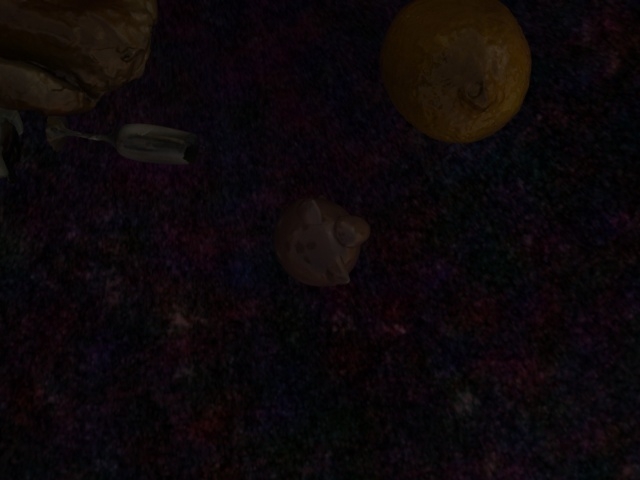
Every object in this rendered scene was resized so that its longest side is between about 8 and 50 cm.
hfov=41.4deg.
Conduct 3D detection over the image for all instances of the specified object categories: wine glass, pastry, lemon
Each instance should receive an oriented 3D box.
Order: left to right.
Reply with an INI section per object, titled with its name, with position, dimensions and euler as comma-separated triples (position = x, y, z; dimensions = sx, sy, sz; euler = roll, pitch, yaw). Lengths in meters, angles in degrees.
[pastry]
position = -0.232, -0.210, 0.694
dimensions = 0.218, 0.229, 0.100
euler = 28, 144, -5
[wine glass]
position = -0.314, -0.162, 1.361
dimensions = 0.262, 0.074, 0.074
euler = 9, 120, 16
[lemon]
position = 0.170, -0.225, 1.079
dimensions = 0.188, 0.257, 0.188
euler = -5, 126, -7

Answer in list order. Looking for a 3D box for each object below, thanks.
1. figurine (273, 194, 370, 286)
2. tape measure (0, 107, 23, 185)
[figurine]
position = 0.000, 0.000, 1.117
dimensions = 0.125, 0.138, 0.125
euler = 0, 88, -14
[tape measure]
position = -0.468, -0.164, 0.898
dimensions = 0.243, 0.125, 0.246
euler = -4, 133, -1
